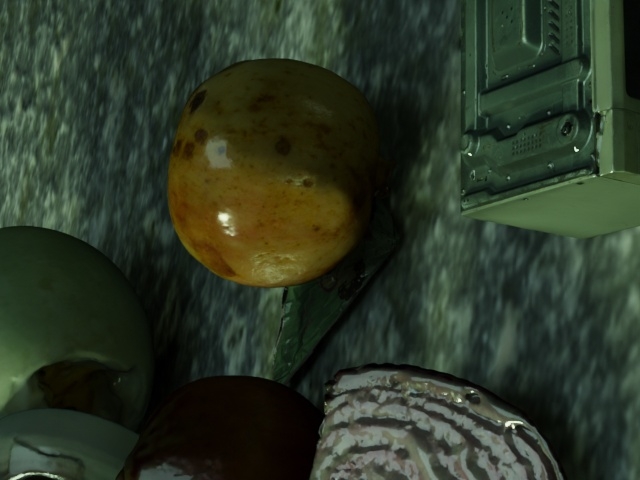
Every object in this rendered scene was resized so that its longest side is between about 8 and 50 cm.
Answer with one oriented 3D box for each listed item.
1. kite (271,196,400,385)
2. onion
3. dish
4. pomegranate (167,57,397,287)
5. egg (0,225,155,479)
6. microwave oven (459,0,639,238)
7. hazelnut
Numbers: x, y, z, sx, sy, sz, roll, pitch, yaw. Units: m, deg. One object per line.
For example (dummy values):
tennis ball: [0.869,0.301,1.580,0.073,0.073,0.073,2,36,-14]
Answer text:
kite: [0.000,0.000,1.476,0.268,0.013,0.323,-4,77,55]
onion: [0.103,0.237,1.188,0.247,0.111,0.250,8,77,35]
dish: [-0.257,0.314,1.525,0.273,0.273,0.134,-50,10,38]
pomegranate: [-0.035,-0.059,1.362,0.215,0.215,0.215,-20,66,53]
egg: [-0.340,0.120,1.719,0.336,0.278,0.278,47,121,49]
microwave oven: [0.194,-0.138,1.102,0.194,0.145,0.240,-15,70,51]
hazelnut: [-0.088,0.251,1.371,0.217,0.217,0.251,45,119,51]
